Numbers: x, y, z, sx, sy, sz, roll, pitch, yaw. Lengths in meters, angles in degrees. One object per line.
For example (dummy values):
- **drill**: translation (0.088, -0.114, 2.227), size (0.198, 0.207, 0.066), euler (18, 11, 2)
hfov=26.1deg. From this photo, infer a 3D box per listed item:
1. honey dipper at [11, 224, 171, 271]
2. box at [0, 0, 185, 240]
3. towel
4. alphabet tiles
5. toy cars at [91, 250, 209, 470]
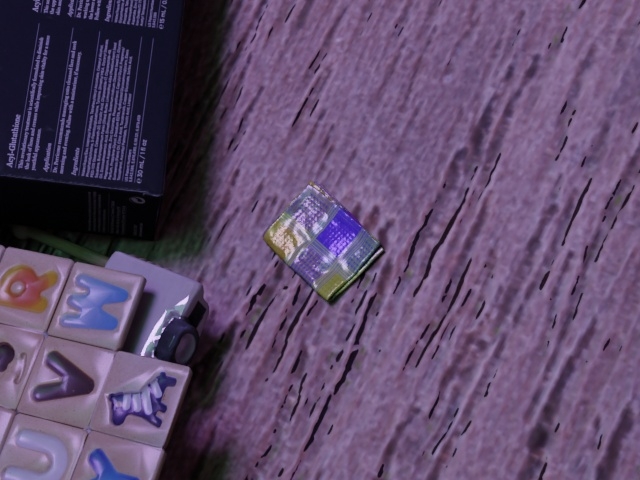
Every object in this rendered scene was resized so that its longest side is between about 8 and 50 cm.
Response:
- **honey dipper**: translation (-0.181, 0.011, 1.062), size (0.161, 0.030, 0.030), euler (21, 78, 31)
- **box**: translation (-0.200, -0.146, 1.053), size (0.184, 0.103, 0.261), euler (8, 68, -9)
- **towel**: translation (0.000, 0.000, 0.999), size (0.060, 0.009, 0.083), euler (-45, 58, 0)
- **alphabet tiles**: translation (-0.266, 0.132, 0.943), size (0.342, 0.011, 0.285), euler (11, 69, 20)
- **toy cars**: translation (-0.126, 0.198, 0.931), size (0.176, 0.087, 0.393), euler (-19, 60, 11)
